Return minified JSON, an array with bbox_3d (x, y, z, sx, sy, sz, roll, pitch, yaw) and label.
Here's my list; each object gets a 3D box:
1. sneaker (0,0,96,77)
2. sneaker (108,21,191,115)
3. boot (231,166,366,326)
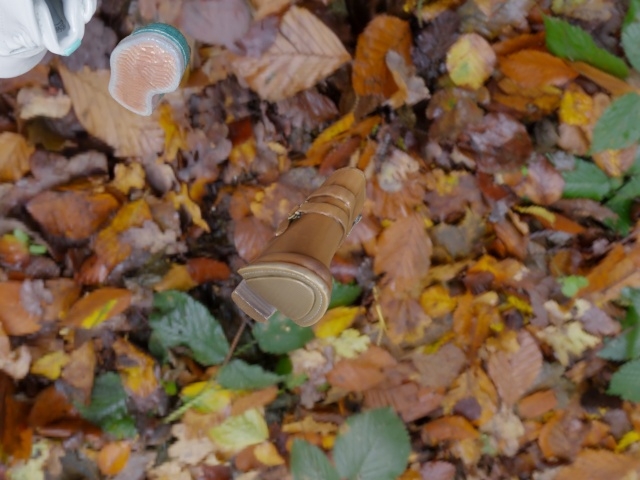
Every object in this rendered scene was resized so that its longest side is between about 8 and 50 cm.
[{"bbox_3d":[-0.166,-0.135,0.486,0.080,0.094,0.212,-32,174,-28],"label":"sneaker"},{"bbox_3d":[-0.256,-0.292,1.338,0.108,0.302,0.121,32,74,-16],"label":"sneaker"},{"bbox_3d":[0.000,0.000,1.093,0.109,0.283,0.220,40,73,-2],"label":"boot"}]
